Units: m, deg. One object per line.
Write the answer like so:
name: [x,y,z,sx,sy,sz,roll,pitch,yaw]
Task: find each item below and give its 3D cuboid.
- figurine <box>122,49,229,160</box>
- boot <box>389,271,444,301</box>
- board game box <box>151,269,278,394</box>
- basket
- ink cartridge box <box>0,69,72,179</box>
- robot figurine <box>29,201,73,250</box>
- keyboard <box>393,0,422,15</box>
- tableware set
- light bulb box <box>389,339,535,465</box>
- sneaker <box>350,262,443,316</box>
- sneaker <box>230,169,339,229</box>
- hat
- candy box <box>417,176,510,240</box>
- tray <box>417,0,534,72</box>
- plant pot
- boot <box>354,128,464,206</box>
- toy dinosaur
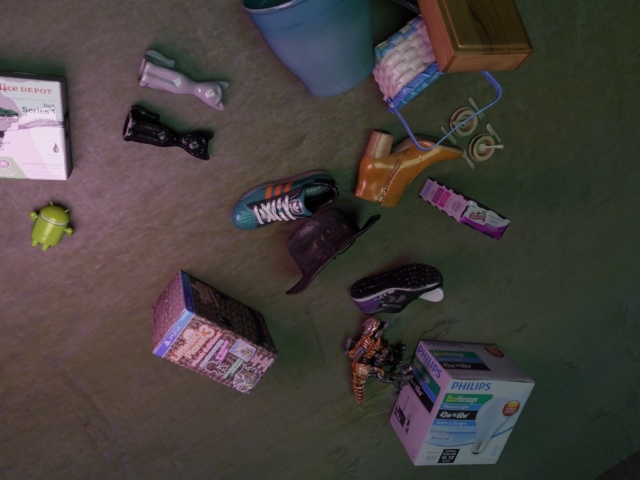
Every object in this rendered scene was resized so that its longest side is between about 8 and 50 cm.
figurine: [-0.335,-0.312,1.170,0.210,0.092,0.214,13,107,-31]
boot: [0.302,0.136,1.583,0.190,0.086,0.069,21,116,4]
board game box: [-0.289,0.245,1.330,0.291,0.232,0.141,34,97,-28]
basket: [0.282,-0.407,1.245,0.255,0.201,0.288,-35,87,-1]
ink cartridge box: [-0.642,-0.251,1.079,0.161,0.092,0.219,-1,113,-19]
robot figurine: [-0.649,-0.034,1.183,0.101,0.067,0.115,27,101,-14]
keyboard: [0.250,-0.615,1.183,0.318,0.033,0.201,25,68,-5]
tableware set: [0.457,-0.310,1.455,0.128,0.039,0.194,-46,118,4]
light bulb box: [0.487,0.569,1.734,0.358,0.225,0.360,8,110,-21]
sneaker: [0.245,0.159,1.519,0.284,0.107,0.124,-14,127,21]
sneaker: [-0.092,-0.102,1.312,0.303,0.121,0.108,-24,117,-8]
hat: [0.000,0.000,1.331,0.331,0.331,0.134,-42,91,2]
candy box: [0.408,-0.096,1.420,0.159,0.233,0.071,21,104,-26]
tray: [0.325,-0.583,1.134,0.203,0.076,0.410,-8,74,-15]
plant pot: [0.003,-0.482,1.116,0.272,0.271,0.255,-34,132,-2]
boot: [0.249,-0.195,1.410,0.296,0.104,0.211,5,116,-15]
toy dinosaur: [0.176,0.397,1.627,0.219,0.164,0.321,11,133,-8]
